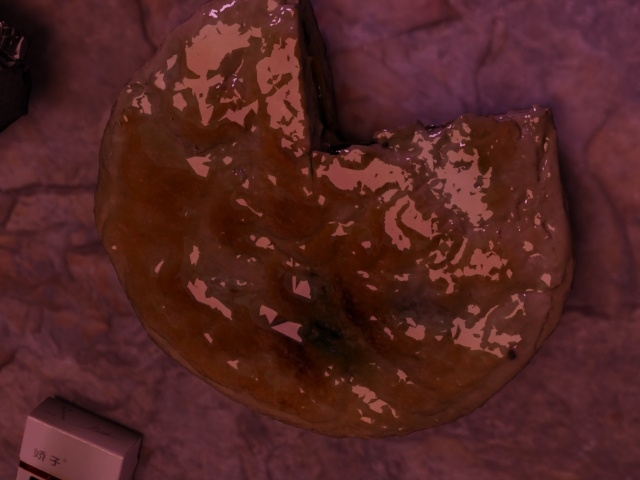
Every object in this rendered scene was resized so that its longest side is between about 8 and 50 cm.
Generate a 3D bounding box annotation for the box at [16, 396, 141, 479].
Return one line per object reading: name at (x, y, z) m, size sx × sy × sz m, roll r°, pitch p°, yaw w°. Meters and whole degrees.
box at (-0.197, 0.205, 1.123) m, size 0.084 × 0.040 × 0.154 m, roll 23°, pitch 119°, yaw 13°

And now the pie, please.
pie at (0.000, 0.000, 0.939) m, size 0.338 × 0.075 × 0.337 m, roll 8°, pitch 114°, yaw 19°

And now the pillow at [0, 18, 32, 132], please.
pillow at (-0.335, -0.072, 1.035) m, size 0.161 × 0.092 × 0.335 m, roll 46°, pitch 121°, yaw -5°
